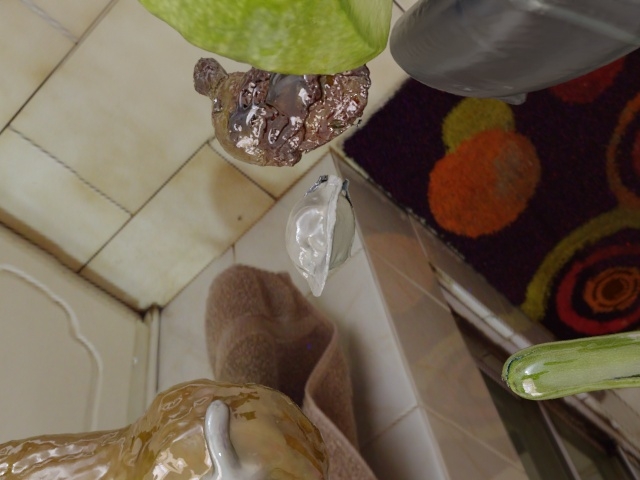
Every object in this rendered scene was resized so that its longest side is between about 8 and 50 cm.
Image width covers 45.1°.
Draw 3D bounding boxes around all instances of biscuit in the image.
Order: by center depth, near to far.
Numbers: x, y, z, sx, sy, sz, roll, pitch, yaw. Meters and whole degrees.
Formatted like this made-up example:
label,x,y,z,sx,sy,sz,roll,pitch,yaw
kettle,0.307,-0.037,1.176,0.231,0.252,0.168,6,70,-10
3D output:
label,x,y,z,sx,sy,sz,roll,pitch,yaw
biscuit,-0.188,0.191,0.445,0.431,0.064,0.283,-7,135,12

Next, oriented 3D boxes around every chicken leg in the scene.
label,x,y,z,sx,sy,sz,roll,pitch,yaw
chicken leg,-0.055,-0.168,0.811,0.082,0.178,0.322,3,164,-34

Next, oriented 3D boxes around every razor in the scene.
label,x,y,z,sx,sy,sz,roll,pitch,yaw
razor,0.213,-0.234,0.817,0.204,0.349,0.114,14,79,-16

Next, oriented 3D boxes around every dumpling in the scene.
label,x,y,z,sx,sy,sz,roll,pitch,yaw
dumpling,-0.013,-0.009,1.724,0.163,0.204,0.293,25,129,14

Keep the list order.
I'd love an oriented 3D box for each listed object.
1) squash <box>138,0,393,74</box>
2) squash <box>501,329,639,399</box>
label,x,y,z,sx,sy,sz,roll,pitch,yaw
squash,-0.005,-0.171,0.267,0.169,0.093,0.252,23,150,-10
squash,0.245,0.104,0.651,0.183,0.052,0.052,-9,126,19
